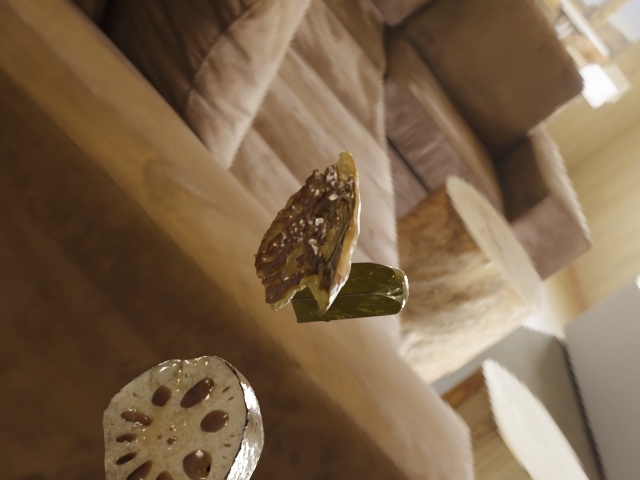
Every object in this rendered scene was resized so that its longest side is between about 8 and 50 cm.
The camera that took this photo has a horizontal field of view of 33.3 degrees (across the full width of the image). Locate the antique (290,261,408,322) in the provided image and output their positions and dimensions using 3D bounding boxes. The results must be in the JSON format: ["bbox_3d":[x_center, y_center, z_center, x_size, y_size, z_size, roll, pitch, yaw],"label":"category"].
[{"bbox_3d":[0.056,0.095,2.038,0.080,0.221,0.081,74,13,-48],"label":"antique"}]

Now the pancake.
[{"bbox_3d":[0.000,0.000,1.649,0.056,0.257,0.212,29,13,-38],"label":"pancake"}]

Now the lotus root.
[{"bbox_3d":[-0.205,0.323,1.690,0.272,0.272,0.192,63,1,28],"label":"lotus root"}]
